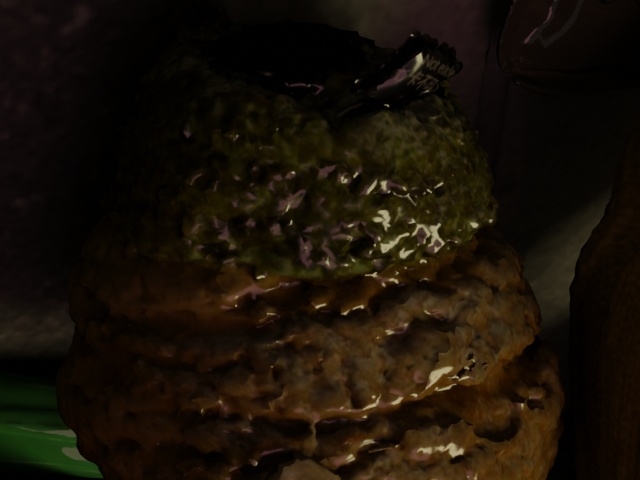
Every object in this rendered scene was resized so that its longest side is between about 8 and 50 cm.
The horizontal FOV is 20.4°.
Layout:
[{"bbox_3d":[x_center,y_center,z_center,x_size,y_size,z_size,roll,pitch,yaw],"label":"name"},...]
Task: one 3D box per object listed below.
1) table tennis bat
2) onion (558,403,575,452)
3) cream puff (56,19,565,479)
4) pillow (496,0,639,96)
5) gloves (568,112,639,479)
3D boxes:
[{"bbox_3d":[-0.020,0.083,0.716,0.257,0.039,0.160,7,173,-14],"label":"table tennis bat"},{"bbox_3d":[0.230,0.160,0.839,0.281,0.221,0.281,8,158,3],"label":"onion"},{"bbox_3d":[0.000,0.000,0.603,0.183,0.183,0.169,-6,114,-23],"label":"cream puff"},{"bbox_3d":[0.172,-0.105,0.677,0.217,0.033,0.130,3,129,-30],"label":"pillow"},{"bbox_3d":[0.168,0.028,0.638,0.356,0.155,0.203,-67,161,4],"label":"gloves"}]
